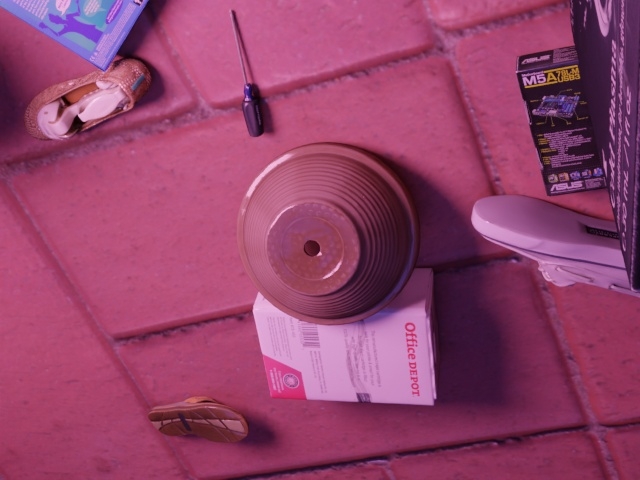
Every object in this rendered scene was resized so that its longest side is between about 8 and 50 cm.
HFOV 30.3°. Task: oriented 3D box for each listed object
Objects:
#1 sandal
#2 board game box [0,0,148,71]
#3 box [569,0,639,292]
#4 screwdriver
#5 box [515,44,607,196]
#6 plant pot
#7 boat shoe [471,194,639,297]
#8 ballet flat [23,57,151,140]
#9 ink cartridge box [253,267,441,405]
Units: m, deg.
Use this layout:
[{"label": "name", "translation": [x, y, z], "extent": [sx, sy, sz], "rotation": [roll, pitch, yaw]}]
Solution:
[{"label": "sandal", "translation": [-0.186, 0.270, 1.826], "extent": [0.180, 0.049, 0.072], "rotation": [-3, 122, 33]}, {"label": "board game box", "translation": [-0.304, -0.318, 1.389], "extent": [0.210, 0.047, 0.160], "rotation": [32, 128, -13]}, {"label": "box", "translation": [0.373, -0.288, 0.984], "extent": [0.297, 0.472, 0.480], "rotation": [-3, 126, 8]}, {"label": "screwdriver", "translation": [-0.090, -0.205, 1.454], "extent": [0.025, 0.024, 0.170], "rotation": [-14, 121, -14]}, {"label": "box", "translation": [0.340, -0.147, 1.387], "extent": [0.191, 0.045, 0.184], "rotation": [-9, 123, 20]}, {"label": "plant pot", "translation": [0.000, 0.000, 1.475], "extent": [0.237, 0.110, 0.237], "rotation": [3, 102, 13]}, {"label": "boat shoe", "translation": [0.314, 0.015, 1.491], "extent": [0.267, 0.096, 0.088], "rotation": [11, 125, -7]}, {"label": "ballet flat", "translation": [-0.306, -0.168, 1.493], "extent": [0.206, 0.067, 0.073], "rotation": [-25, 120, 28]}, {"label": "ink cartridge box", "translation": [0.043, 0.130, 1.629], "extent": [0.237, 0.100, 0.172], "rotation": [1, 127, 13]}]
